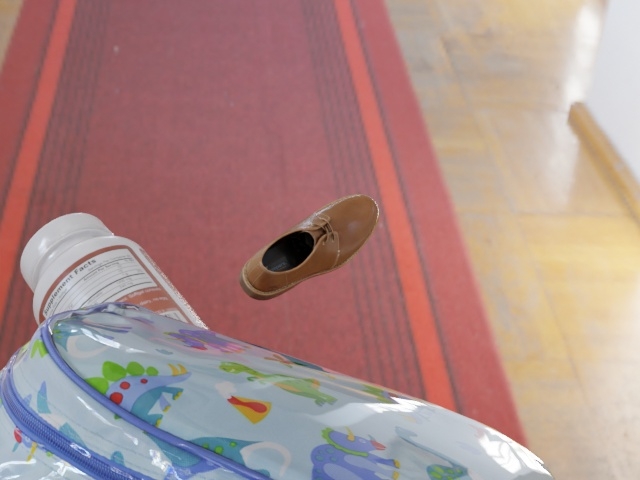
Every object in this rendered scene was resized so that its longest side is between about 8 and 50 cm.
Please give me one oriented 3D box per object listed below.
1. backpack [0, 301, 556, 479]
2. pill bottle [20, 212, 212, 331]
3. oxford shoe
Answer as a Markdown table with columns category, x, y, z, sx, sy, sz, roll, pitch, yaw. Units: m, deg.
| category | x | y | z | sx | sy | sz | roll | pitch | yaw |
| --- | --- | --- | --- | --- | --- | --- | --- | --- | --- |
| backpack | -0.023 | 0.173 | 0.602 | 0.356 | 0.273 | 0.290 | 4 | 8 | 18 |
| pill bottle | -0.183 | 0.074 | 1.099 | 0.121 | 0.121 | 0.216 | -20 | 49 | -32 |
| oxford shoe | 0.000 | 0.000 | 1.482 | 0.212 | 0.076 | 0.076 | -35 | 81 | -30 |
